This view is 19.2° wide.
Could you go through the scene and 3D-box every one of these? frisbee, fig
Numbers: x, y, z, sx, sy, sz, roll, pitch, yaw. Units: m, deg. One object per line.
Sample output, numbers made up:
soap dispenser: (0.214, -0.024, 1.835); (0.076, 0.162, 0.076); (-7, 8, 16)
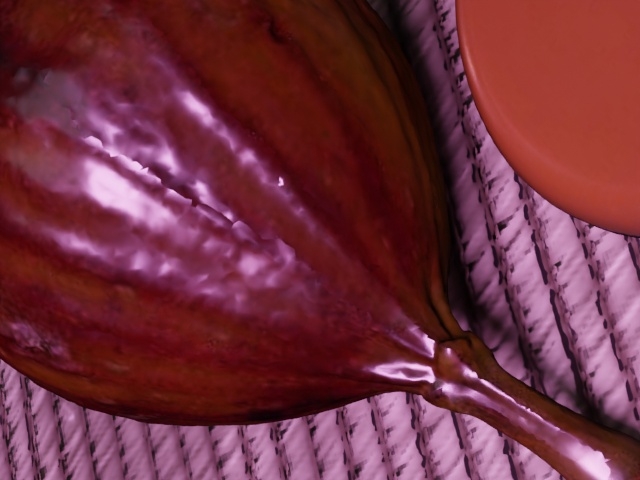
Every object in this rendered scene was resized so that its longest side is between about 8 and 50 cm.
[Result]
frisbee: (0.148, -0.122, 0.732); (0.251, 0.021, 0.250); (-15, 68, 41)
fig: (0.000, 0.000, 0.747); (0.321, 0.217, 0.217); (29, 100, 23)
